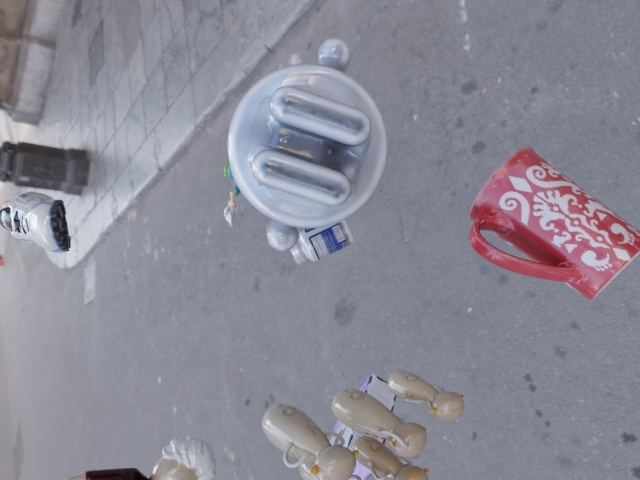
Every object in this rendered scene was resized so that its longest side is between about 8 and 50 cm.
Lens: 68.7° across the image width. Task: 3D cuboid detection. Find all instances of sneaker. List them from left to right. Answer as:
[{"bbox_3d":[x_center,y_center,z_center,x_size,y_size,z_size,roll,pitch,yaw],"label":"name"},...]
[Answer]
[{"bbox_3d":[-0.435,-0.027,0.712,0.237,0.086,0.085,14,111,52],"label":"sneaker"}]

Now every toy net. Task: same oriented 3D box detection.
[{"bbox_3d":[-0.309,-0.166,1.657,0.045,0.122,0.233,10,97,6],"label":"toy net"}]

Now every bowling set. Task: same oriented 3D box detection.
[{"bbox_3d":[0.072,0.300,0.613,0.154,0.286,0.200,9,103,55],"label":"bowling set"}]

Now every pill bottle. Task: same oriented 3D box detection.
[{"bbox_3d":[0.000,0.000,0.917,0.120,0.067,0.067,-26,58,-1],"label":"pill bottle"}]

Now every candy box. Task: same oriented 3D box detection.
[{"bbox_3d":[0.074,0.402,0.960,0.070,0.196,0.165,30,125,2],"label":"candy box"}]

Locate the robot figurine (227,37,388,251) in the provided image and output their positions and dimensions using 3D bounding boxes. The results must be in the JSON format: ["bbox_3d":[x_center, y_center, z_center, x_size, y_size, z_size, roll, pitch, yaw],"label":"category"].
[{"bbox_3d":[-0.021,-0.129,0.670,0.353,0.199,0.300,-109,40,-78],"label":"robot figurine"}]

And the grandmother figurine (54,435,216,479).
[{"bbox_3d":[-0.297,0.396,0.638,0.104,0.342,0.208,30,140,43],"label":"grandmother figurine"}]

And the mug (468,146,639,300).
[{"bbox_3d":[0.270,-0.005,0.562,0.150,0.113,0.169,-46,63,1],"label":"mug"}]
